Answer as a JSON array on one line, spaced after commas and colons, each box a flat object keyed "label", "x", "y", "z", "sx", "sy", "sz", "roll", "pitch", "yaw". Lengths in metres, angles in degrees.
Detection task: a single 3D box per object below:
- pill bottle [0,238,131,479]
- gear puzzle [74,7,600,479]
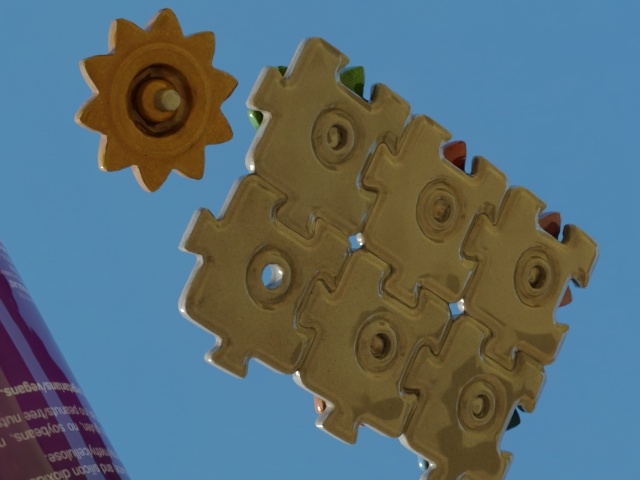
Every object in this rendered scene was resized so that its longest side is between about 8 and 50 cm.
[{"label": "pill bottle", "x": -0.162, "y": 0.139, "z": 0.810, "sx": 0.181, "sy": 0.181, "sz": 0.323, "roll": -26, "pitch": -106, "yaw": -17}, {"label": "gear puzzle", "x": 0.000, "y": 0.000, "z": 0.988, "sx": 0.339, "sy": 0.044, "sz": 0.175, "roll": 33, "pitch": -105, "yaw": -34}]
